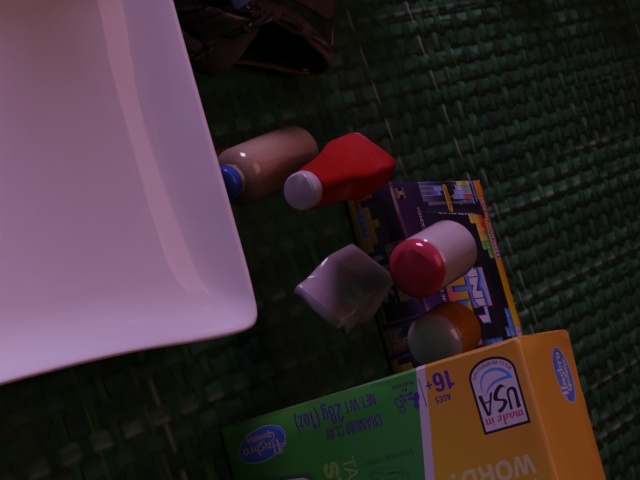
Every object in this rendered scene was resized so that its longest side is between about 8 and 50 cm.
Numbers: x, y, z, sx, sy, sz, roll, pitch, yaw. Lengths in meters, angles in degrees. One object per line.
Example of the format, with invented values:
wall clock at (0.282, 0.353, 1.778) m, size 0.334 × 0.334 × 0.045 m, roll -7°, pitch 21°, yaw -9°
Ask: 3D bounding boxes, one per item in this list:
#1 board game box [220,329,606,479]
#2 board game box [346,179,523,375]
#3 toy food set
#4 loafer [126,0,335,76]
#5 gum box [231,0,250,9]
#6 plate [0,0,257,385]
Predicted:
board game box at (0.083, 0.239, 1.250) m, size 0.064 × 0.242 × 0.316 m, roll -4°, pitch 76°, yaw -55°
board game box at (0.096, 0.039, 1.553) m, size 0.141 × 0.048 × 0.170 m, roll -5°, pitch 77°, yaw -58°
toy food set at (0.000, 0.000, 1.290) m, size 0.232 × 0.111 × 0.104 m, roll 39°, pitch 31°, yaw 15°
loafer at (-0.059, -0.153, 1.389) m, size 0.267 × 0.096 × 0.084 m, roll -15°, pitch 92°, yaw -59°
gum box at (-0.041, -0.258, 1.343) m, size 0.157 × 0.041 × 0.184 m, roll 56°, pitch 40°, yaw -5°
plate at (-0.178, -0.056, 1.170) m, size 0.277 × 0.045 × 0.278 m, roll -11°, pitch 84°, yaw -46°
